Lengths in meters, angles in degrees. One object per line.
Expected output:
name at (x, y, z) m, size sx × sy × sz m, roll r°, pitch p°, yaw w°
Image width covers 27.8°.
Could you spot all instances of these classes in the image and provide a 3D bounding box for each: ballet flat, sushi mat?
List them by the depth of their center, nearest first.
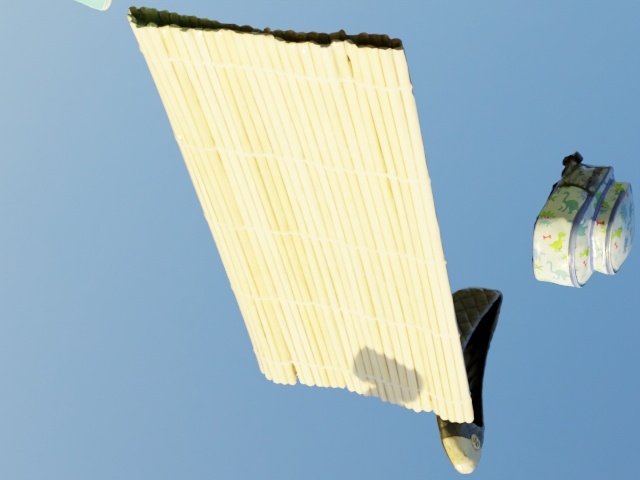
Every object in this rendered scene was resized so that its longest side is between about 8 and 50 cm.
sushi mat at (0.000, 0.000, 0.736) m, size 0.151 × 0.316 × 0.019 m, roll 8°, pitch -129°, yaw 21°
ballet flat at (0.127, 0.114, 1.103) m, size 0.049 × 0.057 × 0.173 m, roll -13°, pitch -125°, yaw 29°

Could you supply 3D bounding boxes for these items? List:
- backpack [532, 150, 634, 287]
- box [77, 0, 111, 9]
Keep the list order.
backpack at (0.260, -0.011, 1.277) m, size 0.084 × 0.105 × 0.114 m, roll 15°, pitch -135°, yaw 31°
box at (-0.080, -0.219, 0.563) m, size 0.100 × 0.060 × 0.244 m, roll 121°, pitch -16°, yaw -46°
